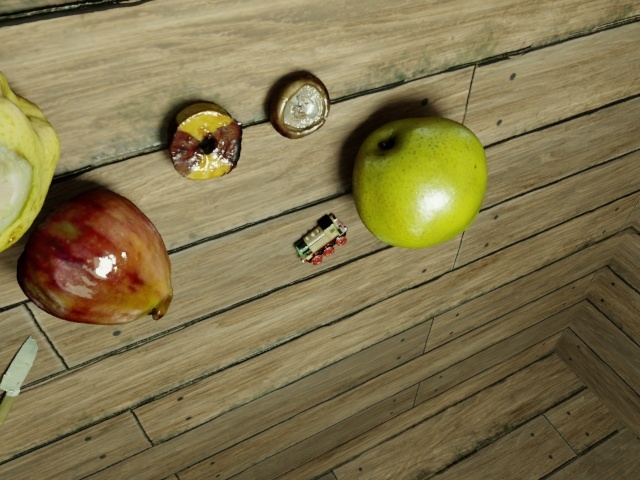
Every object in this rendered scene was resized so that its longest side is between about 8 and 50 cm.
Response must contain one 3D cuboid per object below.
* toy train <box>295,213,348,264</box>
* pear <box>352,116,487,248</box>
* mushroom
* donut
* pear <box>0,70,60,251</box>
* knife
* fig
[{"bbox_3d":[0.000,0.000,1.200,0.138,0.050,0.087,-37,137,5],"label":"toy train"},{"bbox_3d":[0.205,-0.122,1.046,0.294,0.294,0.294,-20,139,-18],"label":"pear"},{"bbox_3d":[-0.039,-0.245,0.915,0.123,0.052,0.123,-24,136,-25],"label":"mushroom"},{"bbox_3d":[-0.200,-0.172,0.867,0.140,0.059,0.140,-20,140,-18],"label":"donut"},{"bbox_3d":[-0.470,-0.100,0.619,0.271,0.271,0.271,-20,139,-18],"label":"pear"},{"bbox_3d":[-0.658,0.309,1.061,0.047,0.017,0.298,18,118,-38],"label":"knife"},{"bbox_3d":[-0.373,0.039,0.845,0.224,0.224,0.263,-36,145,1],"label":"fig"}]
